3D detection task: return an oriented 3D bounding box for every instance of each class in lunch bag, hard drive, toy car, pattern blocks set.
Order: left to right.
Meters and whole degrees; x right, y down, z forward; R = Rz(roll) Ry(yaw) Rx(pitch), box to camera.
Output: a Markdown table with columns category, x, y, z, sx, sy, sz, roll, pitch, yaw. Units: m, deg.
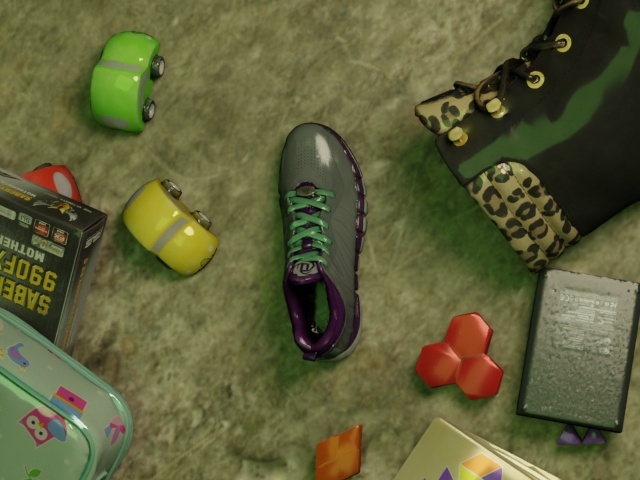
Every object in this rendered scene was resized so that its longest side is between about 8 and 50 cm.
| category | x | y | z | sx | sy | sz | roll | pitch | yaw |
| --- | --- | --- | --- | --- | --- | --- | --- | --- | --- |
| lunch bag | -0.310 | 0.217 | 1.428 | 0.224 | 0.108 | 0.279 | 33 | 113 | 4 |
| toy car | -0.202 | -0.091 | 1.469 | 0.239 | 0.053 | 0.225 | 11 | 91 | 11 |
| pattern blocks set | 0.121 | 0.261 | 1.403 | 0.285 | 0.026 | 0.325 | 42 | 93 | 10 |
| hard drive | 0.231 | 0.098 | 1.377 | 0.094 | 0.022 | 0.135 | 10 | 80 | 6 |

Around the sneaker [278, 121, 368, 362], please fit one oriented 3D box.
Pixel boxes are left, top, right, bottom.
| category | x | y | z | sx | sy | sz | roll | pitch | yaw |
| --- | --- | --- | --- | --- | --- | --- | --- | --- | --- |
| sneaker | 0.000 | 0.000 | 1.403 | 0.083 | 0.098 | 0.224 | -7 | 87 | 11 |

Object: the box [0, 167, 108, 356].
| category | x | y | z | sx | sy | sz | roll | pitch | yaw |
| --- | --- | --- | --- | --- | --- | --- | --- | --- | --- |
| box | -0.330 | 0.017 | 1.458 | 0.231 | 0.056 | 0.183 | 24 | 115 | 11 |

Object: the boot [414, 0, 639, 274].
| category | x | y | z | sx | sy | sz | roll | pitch | yaw |
| --- | --- | --- | --- | --- | --- | --- | --- | --- | --- |
| boot | 0.206 | -0.177 | 1.325 | 0.284 | 0.138 | 0.377 | -34 | 104 | 11 |
